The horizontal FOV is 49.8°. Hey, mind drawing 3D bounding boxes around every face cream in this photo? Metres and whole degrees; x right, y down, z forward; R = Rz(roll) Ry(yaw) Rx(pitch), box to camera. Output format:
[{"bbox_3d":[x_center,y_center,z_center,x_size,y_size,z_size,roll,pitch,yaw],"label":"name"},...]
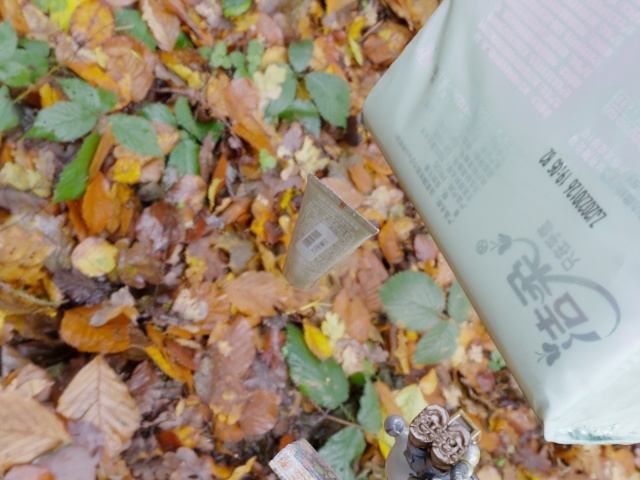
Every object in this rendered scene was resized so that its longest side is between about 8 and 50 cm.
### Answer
[{"bbox_3d":[0.000,0.000,1.179,0.137,0.341,0.084,41,67,5],"label":"face cream"}]

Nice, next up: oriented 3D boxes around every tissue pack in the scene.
[{"bbox_3d":[-0.010,0.403,1.144,0.148,0.060,0.108,45,-1,15],"label":"tissue pack"},{"bbox_3d":[0.252,-0.085,0.595,0.205,0.332,0.405,16,35,-37],"label":"tissue pack"}]

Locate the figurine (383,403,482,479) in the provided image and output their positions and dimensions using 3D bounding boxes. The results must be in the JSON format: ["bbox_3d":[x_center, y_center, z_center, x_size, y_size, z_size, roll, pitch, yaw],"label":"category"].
[{"bbox_3d":[0.231,0.452,1.427,0.186,0.382,0.261,-26,57,-18],"label":"figurine"}]
